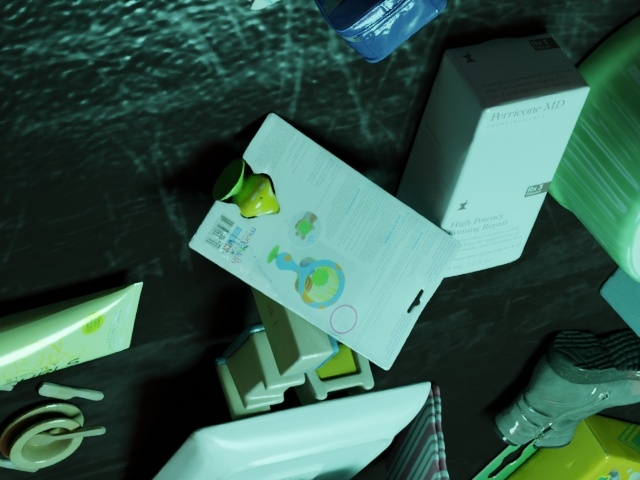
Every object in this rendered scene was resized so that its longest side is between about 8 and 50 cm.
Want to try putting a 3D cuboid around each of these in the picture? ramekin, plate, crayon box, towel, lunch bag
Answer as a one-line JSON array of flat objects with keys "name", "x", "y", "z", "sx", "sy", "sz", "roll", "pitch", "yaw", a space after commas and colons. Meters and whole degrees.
[{"name": "ramekin", "x": 0.377, "y": -0.092, "z": 1.694, "sx": 0.303, "sy": 0.148, "sz": 0.303, "roll": -20, "pitch": 145, "yaw": -15}, {"name": "plate", "x": -0.047, "y": 0.241, "z": 1.832, "sx": 0.277, "sy": 0.045, "sz": 0.278, "roll": -10, "pitch": 158, "yaw": -29}, {"name": "crayon box", "x": 0.342, "y": 0.327, "z": 2.267, "sx": 0.323, "sy": 0.083, "sz": 0.203, "roll": 18, "pitch": 123, "yaw": -47}, {"name": "towel", "x": 0.114, "y": 0.278, "z": 1.937, "sx": 0.029, "sy": 0.197, "sz": 0.144, "roll": 10, "pitch": 133, "yaw": -13}, {"name": "lunch bag", "x": 0.048, "y": -0.199, "z": 1.381, "sx": 0.098, "sy": 0.067, "sz": 0.065, "roll": -40, "pitch": 146, "yaw": 12}]

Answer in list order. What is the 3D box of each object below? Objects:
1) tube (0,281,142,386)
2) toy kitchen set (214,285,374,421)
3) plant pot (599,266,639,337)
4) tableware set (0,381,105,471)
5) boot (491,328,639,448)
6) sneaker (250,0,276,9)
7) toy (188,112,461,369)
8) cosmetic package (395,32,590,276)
[{"name": "tube", "x": -0.270, "y": 0.095, "z": 1.532, "sx": 0.240, "sy": 0.062, "sz": 0.070, "roll": -15, "pitch": -176, "yaw": -30}, {"name": "toy kitchen set", "x": -0.005, "y": 0.081, "z": 1.692, "sx": 0.166, "sy": 0.122, "sz": 0.207, "roll": -10, "pitch": 161, "yaw": -28}, {"name": "plant pot", "x": 0.518, "y": 0.077, "z": 1.928, "sx": 0.248, "sy": 0.252, "sz": 0.247, "roll": 8, "pitch": 131, "yaw": -42}, {"name": "tableware set", "x": -0.300, "y": 0.185, "z": 1.637, "sx": 0.194, "sy": 0.039, "sz": 0.128, "roll": 15, "pitch": 126, "yaw": -47}, {"name": "boot", "x": 0.330, "y": 0.186, "z": 2.085, "sx": 0.246, "sy": 0.083, "sz": 0.161, "roll": 7, "pitch": 132, "yaw": -31}, {"name": "sneaker", "x": -0.062, "y": -0.215, "z": 1.292, "sx": 0.061, "sy": 0.053, "sz": 0.152, "roll": -36, "pitch": 146, "yaw": 13}, {"name": "toy", "x": 0.000, "y": 0.000, "z": 1.555, "sx": 0.237, "sy": 0.056, "sz": 0.137, "roll": 34, "pitch": 85, "yaw": -31}, {"name": "cosmetic package", "x": 0.152, "y": -0.075, "z": 1.606, "sx": 0.117, "sy": 0.085, "sz": 0.231, "roll": -13, "pitch": 144, "yaw": -25}]
